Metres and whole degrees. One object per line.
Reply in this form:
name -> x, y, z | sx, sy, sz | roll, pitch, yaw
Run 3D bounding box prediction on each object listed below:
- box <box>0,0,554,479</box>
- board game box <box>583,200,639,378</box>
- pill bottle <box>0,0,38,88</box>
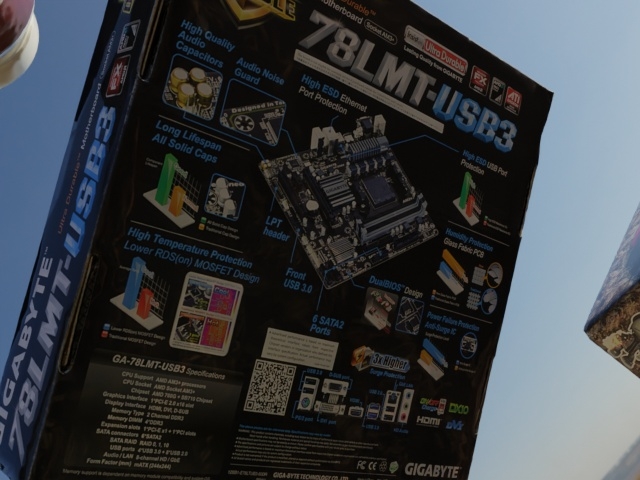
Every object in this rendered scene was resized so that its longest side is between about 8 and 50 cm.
box -> 0.000, 0.000, 0.431 | 0.296, 0.073, 0.293 | 17, -98, -38
board game box -> 0.334, -0.038, 0.458 | 0.232, 0.141, 0.291 | -41, -12, -49
pill bottle -> -0.480, -0.340, 0.898 | 0.224, 0.224, 0.392 | -42, -4, -15
